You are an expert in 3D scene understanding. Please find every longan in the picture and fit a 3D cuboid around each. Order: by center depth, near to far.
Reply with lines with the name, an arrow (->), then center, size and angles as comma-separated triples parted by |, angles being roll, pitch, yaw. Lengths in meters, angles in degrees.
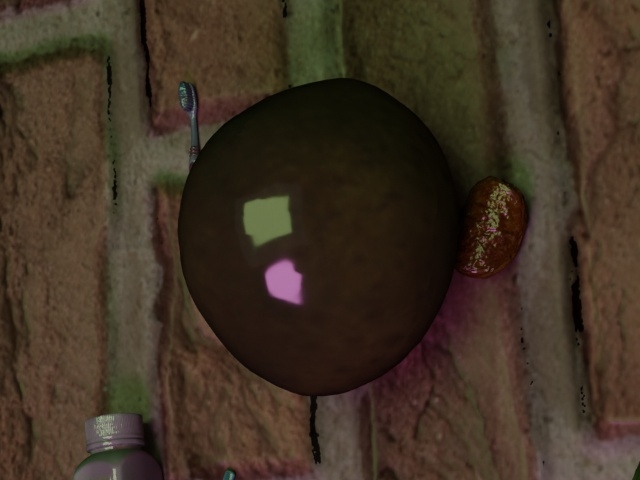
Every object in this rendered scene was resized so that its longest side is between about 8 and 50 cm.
longan -> 0.000, 0.000, 1.205 | 0.215, 0.246, 0.246 | 31, 96, 43

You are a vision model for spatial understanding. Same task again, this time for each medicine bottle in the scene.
medicine bottle -> -0.175, 0.212, 1.338 | 0.055, 0.074, 0.118 | -14, 74, 26

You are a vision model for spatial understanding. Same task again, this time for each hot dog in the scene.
hot dog -> 0.133, -0.010, 1.240 | 0.058, 0.035, 0.083 | 26, 93, 30

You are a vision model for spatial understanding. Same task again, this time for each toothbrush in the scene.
toothbrush -> -0.112, -0.052, 1.391 | 0.013, 0.019, 0.193 | -13, 76, 25

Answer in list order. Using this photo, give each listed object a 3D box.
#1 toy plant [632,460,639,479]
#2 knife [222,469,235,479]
toy plant -> 0.257, 0.222, 1.013 | 0.175, 0.235, 0.218 | 18, 89, 29
knife -> -0.091, 0.241, 1.327 | 0.014, 0.005, 0.091 | 21, 91, 32
